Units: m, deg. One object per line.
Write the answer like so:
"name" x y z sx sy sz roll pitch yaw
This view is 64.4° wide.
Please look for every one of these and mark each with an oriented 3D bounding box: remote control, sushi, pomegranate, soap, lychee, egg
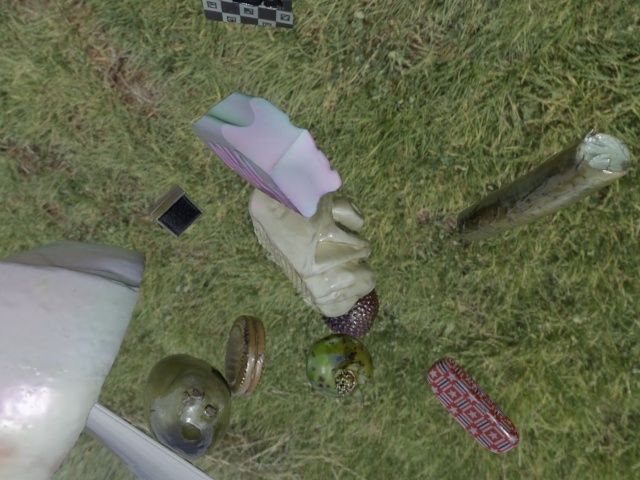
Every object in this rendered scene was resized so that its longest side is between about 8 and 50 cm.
"remote control" -0.253 0.293 0.695 0.109 0.055 0.313 -13 127 48
"sushi" -0.166 -0.568 1.148 0.215 0.050 0.192 7 168 0
"pomegranate" 0.051 0.280 1.142 0.156 0.156 0.220 30 159 -5
"soap" -0.122 -0.181 0.972 0.324 0.109 0.193 34 167 49
"lychee" 0.080 0.192 1.502 0.188 0.188 0.188 10 131 12
"egg" -0.271 0.101 0.383 0.162 0.206 0.271 27 139 -26

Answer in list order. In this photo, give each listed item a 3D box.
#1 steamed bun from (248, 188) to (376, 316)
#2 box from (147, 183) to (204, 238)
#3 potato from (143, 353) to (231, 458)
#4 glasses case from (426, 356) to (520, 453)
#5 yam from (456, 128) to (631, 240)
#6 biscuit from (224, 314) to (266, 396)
"steamed bun" 0.000 0.000 1.252 0.352 0.247 0.339 44 165 23
"box" -0.281 -0.055 0.987 0.035 0.083 0.079 40 172 32
"potato" -0.347 0.430 1.330 0.326 0.221 0.243 15 106 60
"glasses case" 0.274 0.298 0.924 0.194 0.049 0.073 48 126 10
"yam" 0.335 -0.067 0.831 0.083 0.083 0.371 29 161 -4
"biscuit" -0.229 0.343 1.523 0.079 0.259 0.259 11 137 -23
